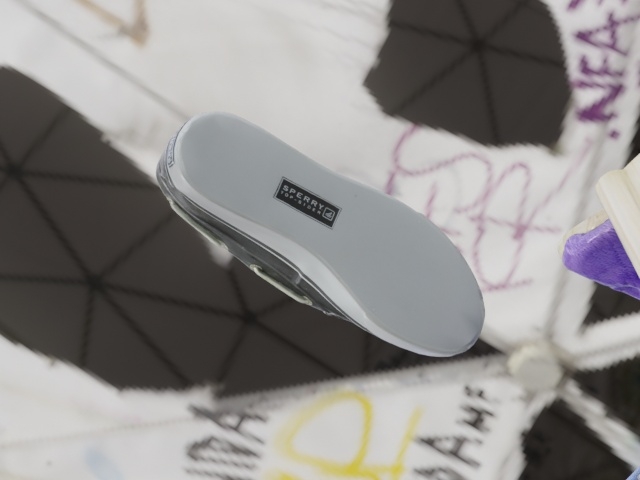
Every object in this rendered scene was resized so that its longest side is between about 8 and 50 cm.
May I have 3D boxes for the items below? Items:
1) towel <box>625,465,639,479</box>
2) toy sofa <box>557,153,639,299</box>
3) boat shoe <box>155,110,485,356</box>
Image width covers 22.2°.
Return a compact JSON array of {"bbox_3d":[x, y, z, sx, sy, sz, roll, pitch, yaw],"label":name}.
[{"bbox_3d":[0.243,0.178,1.098,0.243,0.040,0.336,-52,-28,11],"label":"towel"},{"bbox_3d":[0.365,0.056,1.231,0.362,0.150,0.177,26,-61,-32],"label":"toy sofa"},{"bbox_3d":[0.000,0.000,0.990,0.078,0.219,0.070,-58,8,-25],"label":"boat shoe"}]
